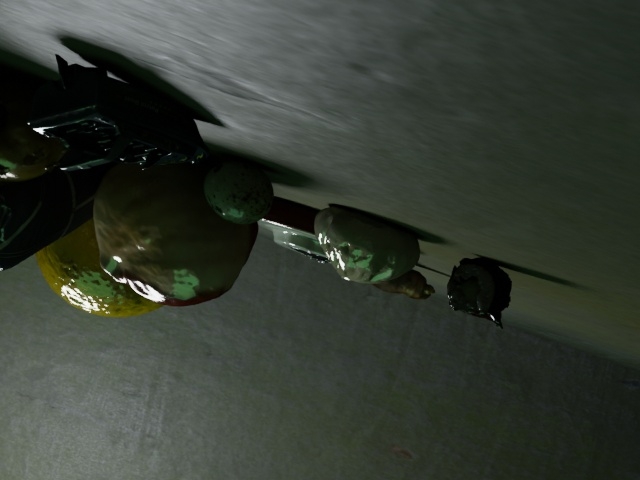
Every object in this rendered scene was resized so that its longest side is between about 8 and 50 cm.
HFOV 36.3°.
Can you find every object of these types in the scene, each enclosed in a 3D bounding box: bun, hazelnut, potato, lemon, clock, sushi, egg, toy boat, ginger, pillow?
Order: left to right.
[{"bbox_3d":[-0.444,-0.157,1.322,0.173,0.140,0.300,3,-167,-36],"label":"potato"},{"bbox_3d":[-0.394,-0.067,1.459,0.092,0.161,0.335,36,-150,6],"label":"pillow"},{"bbox_3d":[-0.364,-0.012,1.766,0.336,0.336,0.336,20,177,1],"label":"lemon"},{"bbox_3d":[-0.197,-0.111,1.031,0.093,0.103,0.246,-9,169,26],"label":"toy boat"},{"bbox_3d":[-0.224,-0.019,1.478,0.261,0.241,0.261,56,-166,-21],"label":"hazelnut"},{"bbox_3d":[-0.114,-0.068,1.341,0.110,0.085,0.085,28,-177,42],"label":"egg"},{"bbox_3d":[0.000,0.000,1.831,0.318,0.080,0.318,20,177,1],"label":"clock"},{"bbox_3d":[0.064,0.016,1.530,0.183,0.102,0.183,22,175,2],"label":"bun"},{"bbox_3d":[0.111,0.051,2.087,0.166,0.080,0.333,-5,153,45],"label":"ginger"},{"bbox_3d":[0.252,0.078,1.508,0.098,0.094,0.084,18,178,25],"label":"sushi"}]
